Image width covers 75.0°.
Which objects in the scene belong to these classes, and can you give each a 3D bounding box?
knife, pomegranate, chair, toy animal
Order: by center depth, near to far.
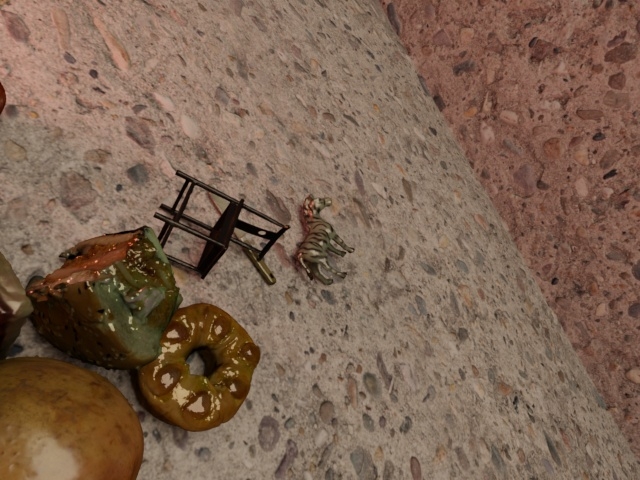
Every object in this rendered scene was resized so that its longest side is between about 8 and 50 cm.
[{"bbox_3d":[-0.350,0.274,0.491,0.281,0.281,0.281,23,51,-32],"label":"pomegranate"},{"bbox_3d":[-0.216,-0.009,0.877,0.260,0.154,0.141,27,49,-20],"label":"chair"},{"bbox_3d":[-0.194,-0.019,1.017,0.298,0.017,0.047,54,35,-1],"label":"knife"},{"bbox_3d":[0.015,0.004,1.156,0.170,0.090,0.255,24,48,-26],"label":"toy animal"}]

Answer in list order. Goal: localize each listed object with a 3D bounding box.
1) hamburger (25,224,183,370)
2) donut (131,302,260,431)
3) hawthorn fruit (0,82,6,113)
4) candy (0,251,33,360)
[{"bbox_3d":[-0.328,0.097,0.654,0.167,0.288,0.192,-44,117,-49],"label":"hamburger"},{"bbox_3d":[-0.224,0.225,0.758,0.226,0.114,0.226,23,52,-32],"label":"donut"},{"bbox_3d":[-0.599,-0.244,0.691,0.133,0.133,0.138,33,36,-24],"label":"hawthorn fruit"},{"bbox_3d":[-0.459,0.077,0.477,0.135,0.321,0.179,-34,93,-47],"label":"candy"}]
